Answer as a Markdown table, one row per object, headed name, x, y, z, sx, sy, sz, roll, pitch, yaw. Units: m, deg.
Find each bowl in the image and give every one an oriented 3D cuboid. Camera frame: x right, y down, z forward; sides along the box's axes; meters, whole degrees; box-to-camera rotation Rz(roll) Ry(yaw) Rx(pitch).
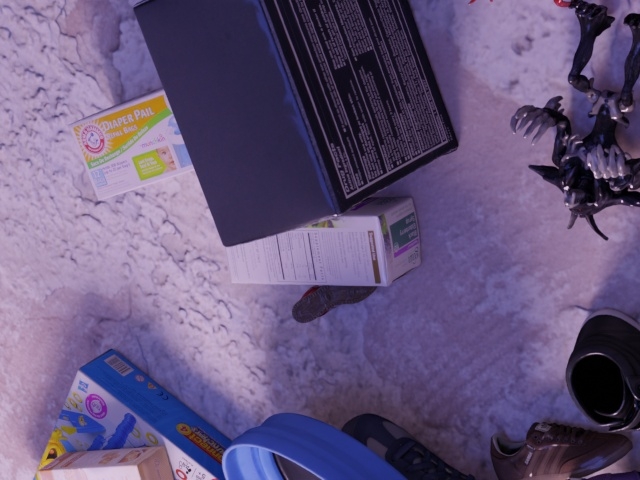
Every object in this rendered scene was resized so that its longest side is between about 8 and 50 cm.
| name | x | y | z | sx | sy | sz | roll | pitch | yaw |
| --- | --- | --- | --- | --- | --- | --- | --- | --- | --- |
| bowl | 0.045 | 0.374 | 2.057 | 0.391 | 0.077 | 0.391 | 35 | 153 | 21 |

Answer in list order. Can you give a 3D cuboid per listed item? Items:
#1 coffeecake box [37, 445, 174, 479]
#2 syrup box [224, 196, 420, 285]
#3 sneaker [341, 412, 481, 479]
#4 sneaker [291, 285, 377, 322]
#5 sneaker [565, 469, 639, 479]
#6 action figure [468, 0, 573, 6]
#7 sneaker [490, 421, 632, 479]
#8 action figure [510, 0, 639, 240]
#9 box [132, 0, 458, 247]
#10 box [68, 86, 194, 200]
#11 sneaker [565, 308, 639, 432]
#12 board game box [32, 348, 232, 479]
| name | x | y | z | sx | sy | sz | roll | pitch | yaw |
| --- | --- | --- | --- | --- | --- | --- | --- | --- | --- |
| coffeecake box | -0.289 | 0.368 | 2.260 | 0.185 | 0.068 | 0.142 | -8 | 103 | 33 |
| syrup box | 0.000 | 0.000 | 2.039 | 0.237 | 0.093 | 0.096 | -1 | 107 | 32 |
| sneaker | 0.169 | 0.318 | 2.038 | 0.319 | 0.112 | 0.131 | 42 | 135 | 3 |
| sneaker | 0.020 | 0.069 | 2.091 | 0.118 | 0.067 | 0.042 | -24 | 92 | 5 |
| sneaker | 0.375 | 0.399 | 1.950 | 0.124 | 0.107 | 0.283 | -12 | 123 | 1 |
| action figure | 0.210 | -0.353 | 1.725 | 0.091 | 0.139 | 0.280 | 27 | 149 | 49 |
| sneaker | 0.286 | 0.254 | 1.974 | 0.188 | 0.066 | 0.071 | -21 | 94 | 35 |
| action figure | 0.295 | -0.122 | 1.786 | 0.164 | 0.141 | 0.275 | 22 | 117 | 35 |
| box | -0.023 | -0.185 | 1.864 | 0.183 | 0.294 | 0.296 | -16 | 98 | 34 |
| box | -0.210 | -0.138 | 2.111 | 0.203 | 0.103 | 0.114 | -16 | 99 | 35 |
| sneaker | 0.400 | 0.198 | 1.835 | 0.296 | 0.147 | 0.104 | 35 | 120 | 15 |
| board game box | -0.259 | 0.367 | 2.337 | 0.308 | 0.086 | 0.302 | 35 | 122 | 16 |
